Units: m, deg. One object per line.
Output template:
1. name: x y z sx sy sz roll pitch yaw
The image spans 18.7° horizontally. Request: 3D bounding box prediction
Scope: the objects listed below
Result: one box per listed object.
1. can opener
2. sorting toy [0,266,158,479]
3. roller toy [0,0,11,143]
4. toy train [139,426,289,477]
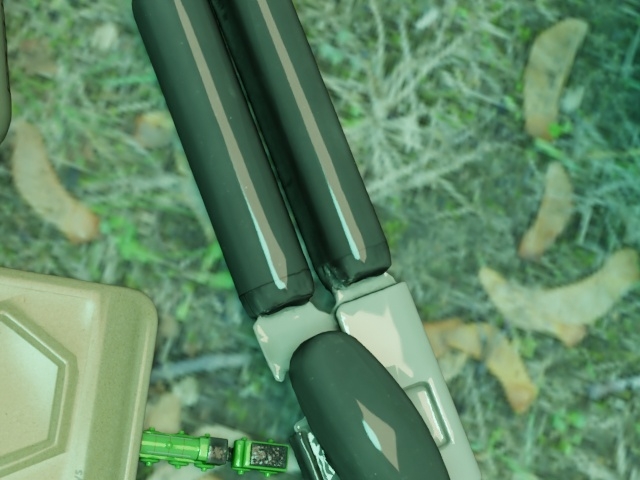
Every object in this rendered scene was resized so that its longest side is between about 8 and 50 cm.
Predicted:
1. can opener: 0.000 0.000 0.857 0.076 0.095 0.283 -20 87 -18
2. sorting toy: -0.184 0.101 0.826 0.208 0.038 0.193 9 79 -9
3. roller toy: -0.217 -0.084 0.760 0.191 0.209 0.146 2 79 -56
4. toy train: -0.054 0.093 0.865 0.083 0.024 0.017 7 79 -14
